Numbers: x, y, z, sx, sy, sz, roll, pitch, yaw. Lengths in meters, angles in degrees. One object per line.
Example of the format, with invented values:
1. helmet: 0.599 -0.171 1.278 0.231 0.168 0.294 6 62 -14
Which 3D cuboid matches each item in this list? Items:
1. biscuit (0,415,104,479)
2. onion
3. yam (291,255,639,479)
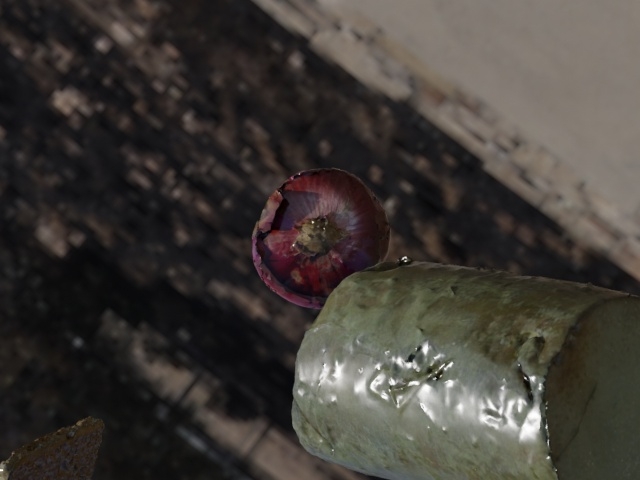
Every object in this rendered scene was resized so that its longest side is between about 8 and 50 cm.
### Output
1. biscuit: -0.264 0.268 1.750 0.025 0.131 0.230 31 120 26
2. onion: 0.000 0.000 2.041 0.150 0.150 0.140 38 177 0
3. yam: 0.107 0.099 1.284 0.304 0.168 0.168 9 147 51
